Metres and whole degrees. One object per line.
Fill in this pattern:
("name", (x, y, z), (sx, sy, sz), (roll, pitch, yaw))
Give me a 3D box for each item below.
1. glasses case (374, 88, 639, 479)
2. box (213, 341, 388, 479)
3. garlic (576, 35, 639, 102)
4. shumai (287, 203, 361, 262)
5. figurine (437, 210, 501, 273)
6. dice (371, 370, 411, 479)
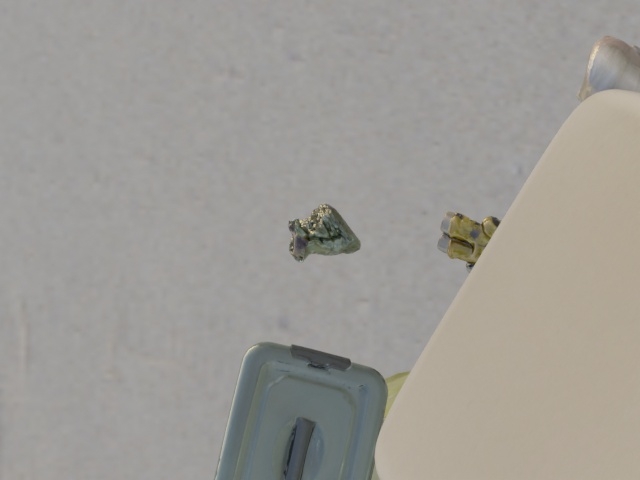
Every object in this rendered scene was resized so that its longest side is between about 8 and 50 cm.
("glasses case", (0.104, 0.054, 0.377), (0.144, 0.076, 0.336), (-59, 13, 5))
("box", (-0.022, 0.178, 1.395), (0.093, 0.124, 0.172), (118, 167, -73))
("garlic", (0.375, -0.168, 2.054), (0.099, 0.174, 0.124), (-48, 13, 11))
("shumai", (0.000, 0.000, 2.179), (0.080, 0.082, 0.083), (-40, 64, 1))
("figurine", (0.175, 0.009, 1.512), (0.143, 0.068, 0.101), (39, 125, 4))
("dice", (0.149, 0.260, 1.935), (0.233, 0.238, 0.227), (-6, 105, 53))
